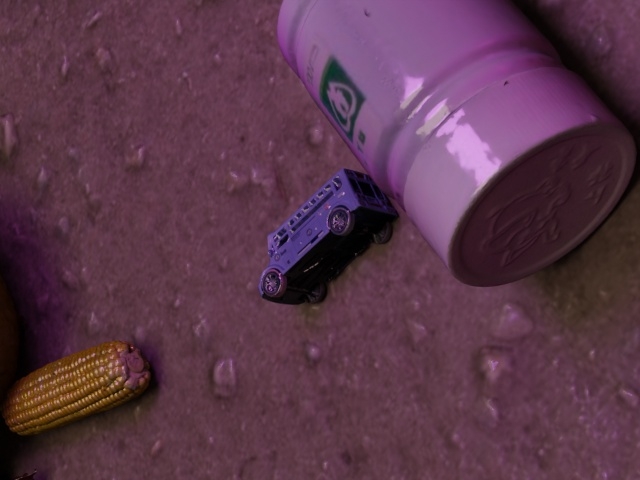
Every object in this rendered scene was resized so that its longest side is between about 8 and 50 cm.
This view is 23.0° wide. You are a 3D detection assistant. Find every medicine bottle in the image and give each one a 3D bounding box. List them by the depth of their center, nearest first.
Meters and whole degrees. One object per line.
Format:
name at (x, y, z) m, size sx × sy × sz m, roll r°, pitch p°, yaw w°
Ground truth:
medicine bottle at (0.121, -0.137, 1.485) m, size 0.212 × 0.212 × 0.325 m, roll -54°, pitch 54°, yaw 25°

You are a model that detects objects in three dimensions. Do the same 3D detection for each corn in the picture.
corn at (-0.305, 0.182, 1.943) m, size 0.248 × 0.081 × 0.081 m, roll -22°, pitch 70°, yaw 40°

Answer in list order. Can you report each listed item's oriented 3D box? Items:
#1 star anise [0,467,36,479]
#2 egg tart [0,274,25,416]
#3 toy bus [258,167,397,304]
star anise at (-0.414, 0.365, 2.044) m, size 0.212 × 0.053 × 0.157 m, roll 5°, pitch 87°, yaw 41°
egg tart at (-0.531, 0.139, 2.090) m, size 0.443 × 0.178 × 0.443 m, roll -10°, pitch 75°, yaw 44°
toy bus at (0.000, 0.000, 1.680) m, size 0.167 × 0.073 × 0.076 m, roll -42°, pitch 56°, yaw 28°
